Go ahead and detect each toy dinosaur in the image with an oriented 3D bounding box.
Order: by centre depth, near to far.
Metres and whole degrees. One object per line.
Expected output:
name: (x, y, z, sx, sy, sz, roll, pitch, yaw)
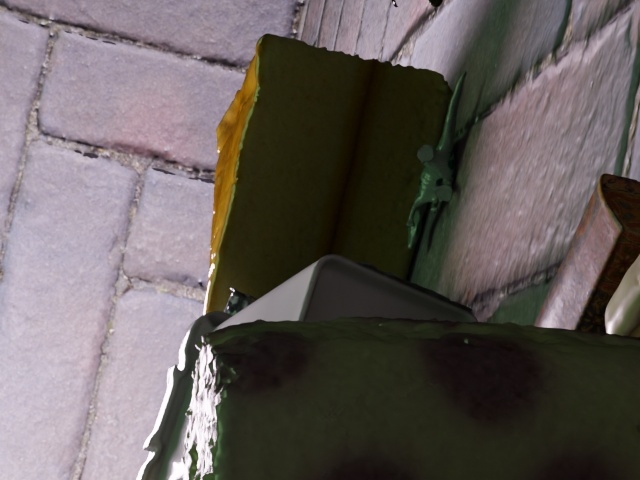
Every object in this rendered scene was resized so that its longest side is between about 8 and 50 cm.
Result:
toy dinosaur: (0.128, -0.083, 1.871, 0.106, 0.044, 0.187, 55, -134, -82)

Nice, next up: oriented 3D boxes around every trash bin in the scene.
trash bin: (-0.003, 0.155, 1.716, 0.368, 0.256, 0.296, -46, 23, 59)

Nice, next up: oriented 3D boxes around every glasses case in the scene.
glasses case: (0.188, 0.062, 1.263, 0.075, 0.049, 0.218, -91, 17, -57)

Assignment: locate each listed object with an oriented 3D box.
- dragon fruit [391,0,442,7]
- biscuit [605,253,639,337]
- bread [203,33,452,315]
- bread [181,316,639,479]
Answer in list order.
dragon fruit: (0.122, -0.390, 1.885, 0.192, 0.193, 0.274, 127, 131, -76)
biscuit: (0.231, 0.007, 1.070, 0.188, 0.056, 0.052, 111, 167, -44)
bread: (0.000, 0.000, 1.939, 0.245, 0.233, 0.362, 127, 151, -64)
bread: (0.103, 0.117, 0.830, 0.187, 0.338, 0.155, 158, 118, -79)
